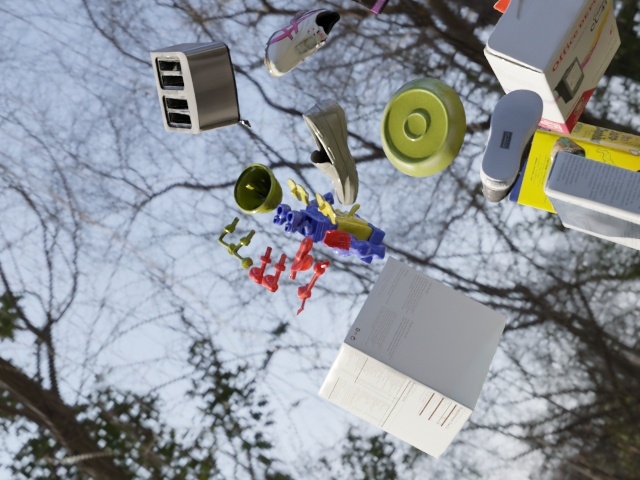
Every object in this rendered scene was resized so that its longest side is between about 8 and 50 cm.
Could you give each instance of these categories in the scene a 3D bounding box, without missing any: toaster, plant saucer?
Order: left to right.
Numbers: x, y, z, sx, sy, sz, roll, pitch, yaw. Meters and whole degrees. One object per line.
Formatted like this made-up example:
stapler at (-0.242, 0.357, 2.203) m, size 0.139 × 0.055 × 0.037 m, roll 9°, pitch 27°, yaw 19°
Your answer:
toaster at (-0.242, -0.299, 1.742) m, size 0.110 × 0.185 × 0.168 m, roll -23°, pitch -67°, yaw -36°
plant saucer at (0.237, -0.275, 2.144) m, size 0.037 × 0.241 × 0.241 m, roll 0°, pitch -64°, yaw -53°

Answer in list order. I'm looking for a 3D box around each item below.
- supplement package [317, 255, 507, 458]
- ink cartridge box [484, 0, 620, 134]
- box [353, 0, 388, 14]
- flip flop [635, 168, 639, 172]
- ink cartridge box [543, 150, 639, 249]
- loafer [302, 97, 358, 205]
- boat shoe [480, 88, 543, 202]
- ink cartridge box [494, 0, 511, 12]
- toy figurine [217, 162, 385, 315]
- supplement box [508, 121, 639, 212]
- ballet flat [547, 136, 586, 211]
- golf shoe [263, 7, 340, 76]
supplement package at (0.138, 0.172, 1.323) m, size 0.194 × 0.203 × 0.149 m, roll -57°, pitch -8°, yaw -43°
ink cartridge box at (0.445, -0.364, 1.670) m, size 0.226 × 0.131 × 0.306 m, roll -60°, pitch -26°, yaw 0°
box at (0.079, -0.492, 1.614) m, size 0.162 × 0.029 × 0.116 m, roll 14°, pitch -61°, yaw -40°
flip flop at (0.719, -0.105, 1.715) m, size 0.080 × 0.277 × 0.112 m, roll 61°, pitch -153°, yaw -33°
ink cartridge box at (0.485, -0.020, 1.208) m, size 0.324 × 0.330 × 0.072 m, roll 21°, pitch -93°, yaw -70°
loafer at (0.025, -0.224, 2.365) m, size 0.111 × 0.112 × 0.320 m, roll -25°, pitch -57°, yaw -14°
boat shoe at (0.313, -0.154, 1.463) m, size 0.076 × 0.080 × 0.229 m, roll 86°, pitch -160°, yaw -52°
ink cartridge box at (0.572, -0.543, 1.777) m, size 0.385 × 0.091 × 0.308 m, roll -42°, pitch -24°, yaw 27°
toy figurine at (0.000, 0.000, 1.562) m, size 0.217 × 0.362 × 0.191 m, roll 12°, pitch -79°, yaw -33°
supplement box at (0.671, -0.167, 2.180) m, size 0.194 × 0.356 × 0.195 m, roll -41°, pitch -36°, yaw -61°
ballet flat at (0.473, -0.129, 1.714) m, size 0.073 × 0.067 × 0.206 m, roll -23°, pitch -32°, yaw -8°
golf shoe at (-0.034, -0.362, 1.591) m, size 0.067 × 0.086 × 0.186 m, roll 57°, pitch -131°, yaw -31°
